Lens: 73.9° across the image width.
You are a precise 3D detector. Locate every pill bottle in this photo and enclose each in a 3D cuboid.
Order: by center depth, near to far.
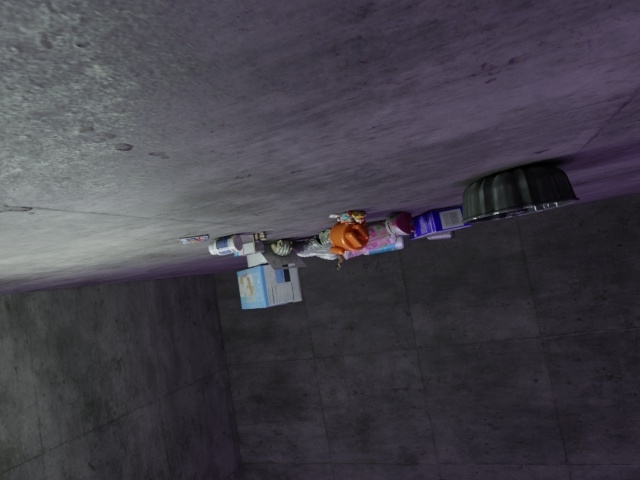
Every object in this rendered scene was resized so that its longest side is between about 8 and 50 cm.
[{"bbox_3d":[-0.364,0.019,1.627,0.120,0.067,0.067,-12,175,21],"label":"pill bottle"},{"bbox_3d":[0.287,-0.007,2.179,0.264,0.146,0.146,-11,175,9],"label":"pill bottle"}]

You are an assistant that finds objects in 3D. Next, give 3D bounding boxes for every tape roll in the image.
[{"bbox_3d":[-0.273,0.081,2.382,0.286,0.100,0.286,-9,176,-1],"label":"tape roll"}]

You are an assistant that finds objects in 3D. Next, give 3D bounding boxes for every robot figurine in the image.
[{"bbox_3d":[0.112,-0.018,1.728,0.128,0.158,0.219,7,178,-20],"label":"robot figurine"}]

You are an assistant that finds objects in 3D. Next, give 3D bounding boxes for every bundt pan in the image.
[{"bbox_3d":[0.589,-0.142,1.293,0.331,0.124,0.331,-9,176,-1],"label":"bundt pan"}]

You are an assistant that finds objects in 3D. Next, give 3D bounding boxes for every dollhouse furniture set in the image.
[{"bbox_3d":[-0.234,0.012,1.722,0.091,0.081,0.114,-11,175,22],"label":"dollhouse furniture set"}]

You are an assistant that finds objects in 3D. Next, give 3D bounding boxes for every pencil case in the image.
[{"bbox_3d":[0.227,-0.005,2.016,0.284,0.124,0.124,-17,177,-9],"label":"pencil case"}]

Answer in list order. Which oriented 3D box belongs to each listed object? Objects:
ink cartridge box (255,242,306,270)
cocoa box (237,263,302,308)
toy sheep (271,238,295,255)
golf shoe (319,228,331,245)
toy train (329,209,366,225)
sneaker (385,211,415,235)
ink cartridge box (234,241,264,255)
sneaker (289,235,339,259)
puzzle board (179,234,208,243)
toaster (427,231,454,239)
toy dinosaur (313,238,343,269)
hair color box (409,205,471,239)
[{"bbox_3d":[-0.207,0.092,2.134,0.189,0.232,0.066,-7,130,-33],"label":"ink cartridge box"},{"bbox_3d":[-0.295,0.254,2.388,0.228,0.231,0.347,-6,174,-33],"label":"cocoa box"},{"bbox_3d":[-0.183,0.035,2.102,0.132,0.091,0.091,14,164,-29],"label":"toy sheep"},{"bbox_3d":[0.051,-0.021,2.042,0.086,0.069,0.176,-14,179,-22],"label":"golf shoe"},{"bbox_3d":[0.103,-0.075,1.571,0.125,0.046,0.166,-12,175,23],"label":"toy train"},{"bbox_3d":[0.340,-0.063,1.878,0.111,0.103,0.252,-13,174,22],"label":"sneaker"},{"bbox_3d":[-0.342,0.041,2.036,0.122,0.052,0.088,-13,174,25],"label":"ink cartridge box"},{"bbox_3d":[-0.037,0.020,2.235,0.281,0.115,0.105,5,-152,15],"label":"sneaker"},{"bbox_3d":[-0.453,-0.002,1.527,0.096,0.011,0.128,-9,175,-15],"label":"puzzle board"},{"bbox_3d":[0.678,-0.068,2.410,0.146,0.129,0.227,-7,179,19],"label":"toaster"},{"bbox_3d":[0.104,0.016,2.343,0.296,0.200,0.127,-35,-153,7],"label":"toy dinosaur"},{"bbox_3d":[0.571,-0.084,2.091,0.185,0.110,0.339,-10,174,-9],"label":"hair color box"}]
